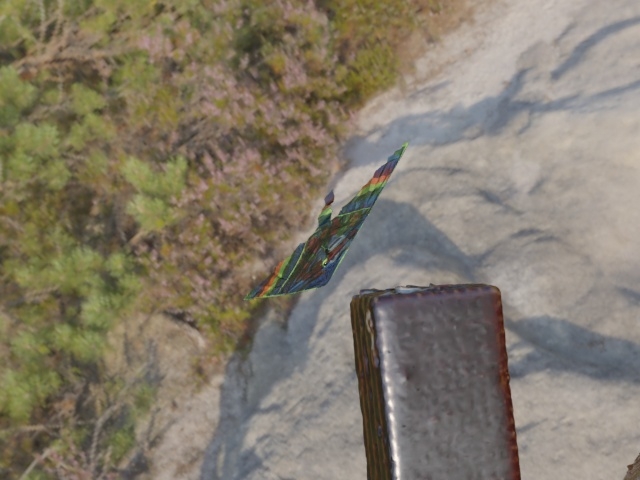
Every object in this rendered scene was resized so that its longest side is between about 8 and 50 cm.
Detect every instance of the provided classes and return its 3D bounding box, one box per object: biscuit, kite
[{"bbox_3d":[0.099,0.226,0.669,0.107,0.389,0.073,-5,-2,-13],"label":"biscuit"},{"bbox_3d":[0.000,0.000,0.430,0.122,0.004,0.090,-42,21,23],"label":"kite"}]

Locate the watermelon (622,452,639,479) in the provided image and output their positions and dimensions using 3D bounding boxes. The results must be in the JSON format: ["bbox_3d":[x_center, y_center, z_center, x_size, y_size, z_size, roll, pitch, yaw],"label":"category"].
[{"bbox_3d":[0.575,0.423,1.253,0.151,0.302,0.264,-40,82,-22],"label":"watermelon"}]
